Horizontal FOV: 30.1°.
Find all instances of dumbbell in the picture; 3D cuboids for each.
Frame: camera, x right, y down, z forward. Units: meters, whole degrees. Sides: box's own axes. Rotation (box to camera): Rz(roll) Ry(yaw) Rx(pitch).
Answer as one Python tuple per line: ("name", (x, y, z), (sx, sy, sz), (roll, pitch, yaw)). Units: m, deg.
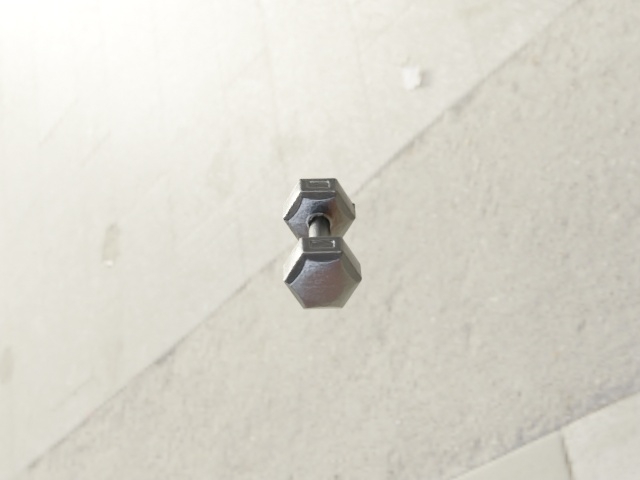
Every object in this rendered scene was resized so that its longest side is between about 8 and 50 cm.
("dumbbell", (0.000, 0.000, 0.619), (0.036, 0.040, 0.083), (-27, 30, 15))
